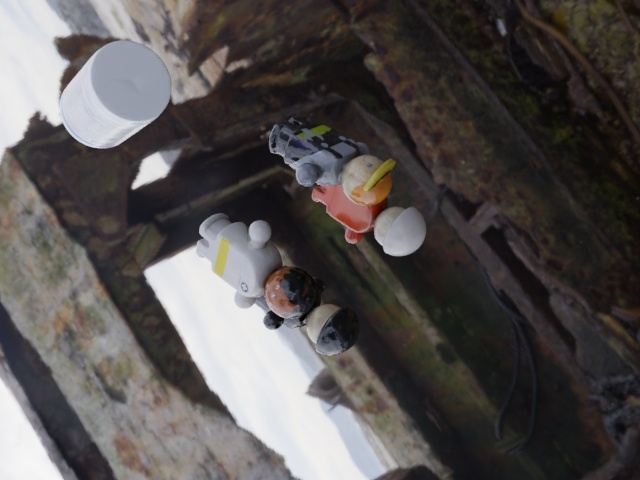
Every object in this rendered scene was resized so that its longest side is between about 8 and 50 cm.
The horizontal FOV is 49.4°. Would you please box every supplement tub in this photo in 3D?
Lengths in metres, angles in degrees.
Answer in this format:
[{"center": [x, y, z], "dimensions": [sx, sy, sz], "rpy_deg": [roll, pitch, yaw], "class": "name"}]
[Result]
[{"center": [-0.179, -0.123, 0.601], "dimensions": [0.107, 0.071, 0.071], "rpy_deg": [-11, 111, 56], "class": "supplement tub"}]

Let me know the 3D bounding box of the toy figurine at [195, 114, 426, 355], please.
[{"center": [0.000, 0.000, 0.724], "dimensions": [0.148, 0.213, 0.209], "rpy_deg": [34, 172, 24], "class": "toy figurine"}]
